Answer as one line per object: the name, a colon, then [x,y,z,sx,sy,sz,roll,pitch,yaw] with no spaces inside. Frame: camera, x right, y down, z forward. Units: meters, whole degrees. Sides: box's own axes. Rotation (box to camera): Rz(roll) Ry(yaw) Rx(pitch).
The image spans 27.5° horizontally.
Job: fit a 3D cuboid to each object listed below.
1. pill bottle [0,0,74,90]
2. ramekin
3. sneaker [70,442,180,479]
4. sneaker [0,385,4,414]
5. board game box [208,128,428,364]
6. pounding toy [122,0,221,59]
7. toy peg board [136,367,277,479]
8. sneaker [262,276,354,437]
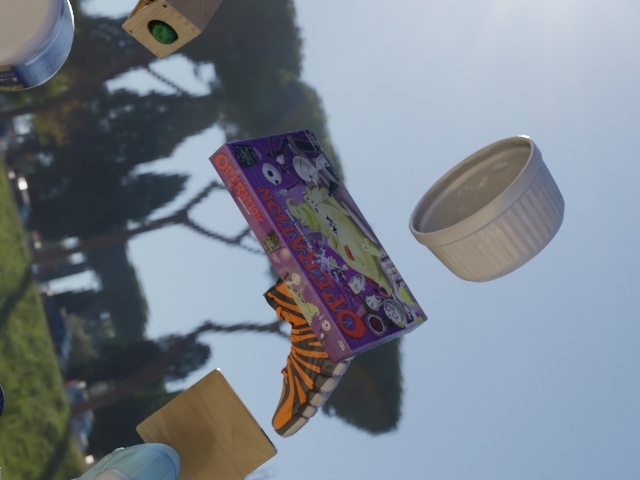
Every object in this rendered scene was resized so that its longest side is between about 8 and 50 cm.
pill bottle: [-0.359,-0.253,1.485,0.264,0.153,0.153,158,-82,-83]
ramekin: [0.234,-0.036,1.777,0.109,0.207,0.207,51,-12,-17]
sneaker: [-0.311,0.392,1.994,0.135,0.150,0.366,56,-35,-5]
sneaker: [-0.486,0.166,1.495,0.109,0.286,0.130,-41,-149,24]
board game box: [0.000,0.000,1.886,0.056,0.208,0.347,-41,-104,39]
pounding toy: [-0.198,-0.316,1.713,0.100,0.141,0.130,39,-32,-21]
toy peg board: [-0.170,0.305,2.033,0.161,0.160,0.079,54,8,5]
sneaker: [-0.032,0.159,2.138,0.321,0.180,0.124,-58,180,14]
